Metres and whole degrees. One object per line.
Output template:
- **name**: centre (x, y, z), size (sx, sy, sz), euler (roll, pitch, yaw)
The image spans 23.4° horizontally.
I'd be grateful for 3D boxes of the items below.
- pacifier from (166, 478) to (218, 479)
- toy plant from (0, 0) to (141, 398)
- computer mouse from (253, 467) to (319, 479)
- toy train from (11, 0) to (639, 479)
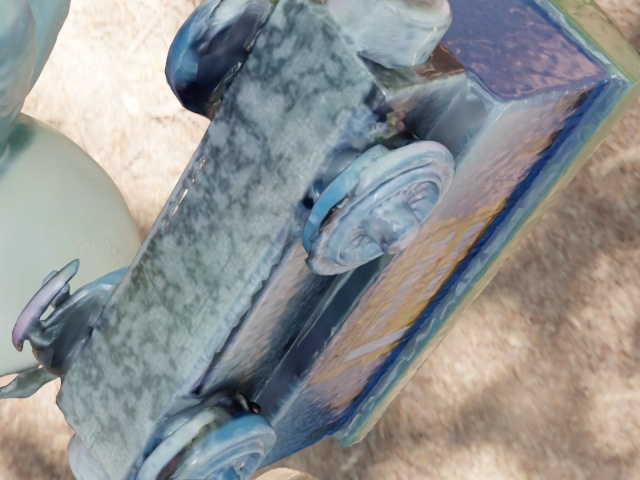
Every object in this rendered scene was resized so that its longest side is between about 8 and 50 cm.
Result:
- **pacifier**: centre (-0.111, 0.167, 0.348), size (0.287, 0.238, 0.226), euler (-34, 131, 22)
- **toy plant**: centre (-0.237, -0.096, 0.929), size (0.247, 0.247, 0.332), euler (-9, 117, -5)
- **computer mouse**: centre (-0.037, 0.230, 1.018), size (0.199, 0.389, 0.115), euler (-47, 115, -16)
- **toy train**: centre (0.000, 0.000, 0.681), size (0.131, 0.202, 0.299), euler (50, 128, 19)
